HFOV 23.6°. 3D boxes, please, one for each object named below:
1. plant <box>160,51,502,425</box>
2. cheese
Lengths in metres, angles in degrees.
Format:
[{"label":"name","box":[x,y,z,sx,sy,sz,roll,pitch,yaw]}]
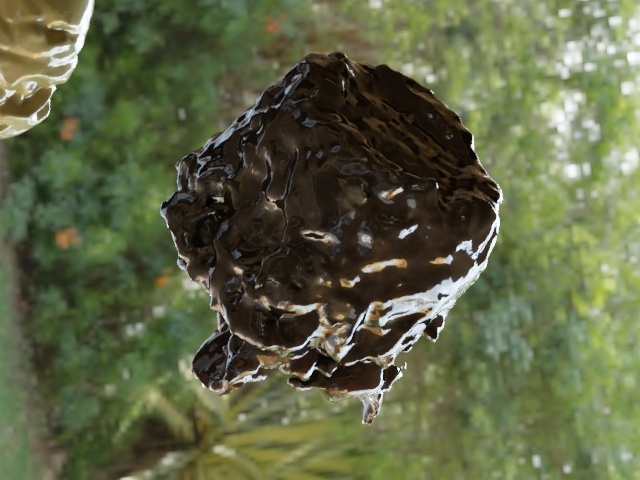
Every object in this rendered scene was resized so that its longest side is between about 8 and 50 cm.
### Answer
[{"label":"plant","box":[0.000,0.000,1.012,0.234,0.204,0.178,-51,-133,32]},{"label":"cheese","box":[-0.262,-0.179,1.119,0.226,0.117,0.214,39,-60,35]}]
